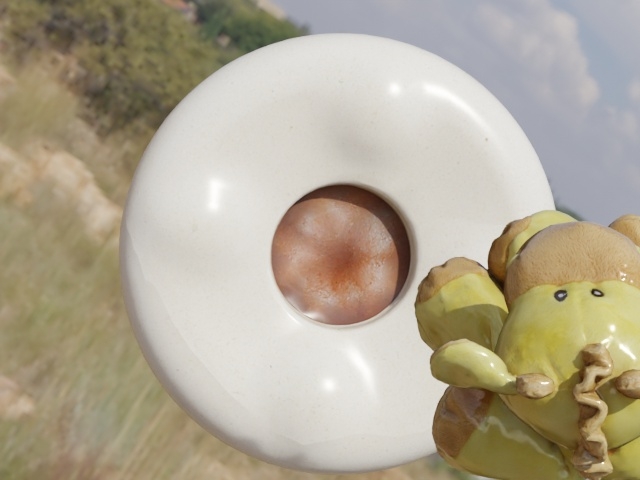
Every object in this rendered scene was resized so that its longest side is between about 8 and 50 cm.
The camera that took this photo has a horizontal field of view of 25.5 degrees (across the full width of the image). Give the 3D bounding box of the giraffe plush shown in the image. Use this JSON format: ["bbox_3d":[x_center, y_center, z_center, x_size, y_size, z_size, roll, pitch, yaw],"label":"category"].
[{"bbox_3d":[0.130,0.061,0.723,0.210,0.181,0.170,65,6,25],"label":"giraffe plush"}]

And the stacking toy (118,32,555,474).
[{"bbox_3d":[0.000,0.000,1.310,0.350,0.350,0.480,33,0,-6],"label":"stacking toy"}]
